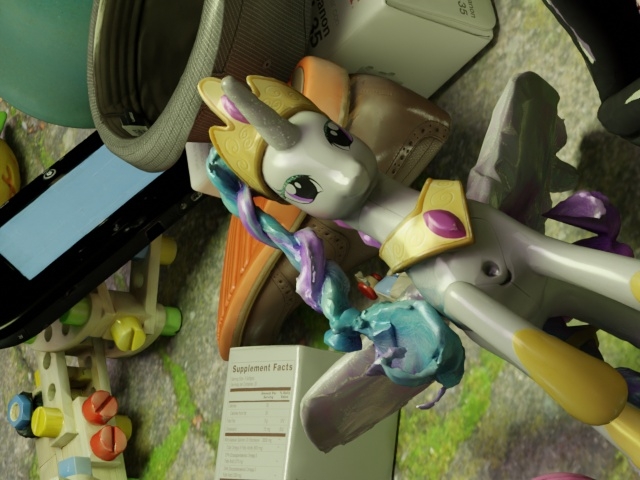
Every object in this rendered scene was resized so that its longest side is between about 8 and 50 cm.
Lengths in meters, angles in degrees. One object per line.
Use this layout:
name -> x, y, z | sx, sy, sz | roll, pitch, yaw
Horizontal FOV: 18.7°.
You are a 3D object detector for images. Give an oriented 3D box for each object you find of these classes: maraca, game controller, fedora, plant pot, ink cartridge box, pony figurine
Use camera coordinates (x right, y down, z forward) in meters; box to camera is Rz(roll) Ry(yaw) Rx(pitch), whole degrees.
maraca -> -0.382, -0.070, 2.164 | 0.127, 0.099, 0.186 | -59, 13, 30
game controller -> -0.214, -0.028, 1.785 | 0.319, 0.067, 0.166 | -40, 47, -13
fedora -> -0.085, -0.181, 1.529 | 0.244, 0.124, 0.275 | 54, 132, 50
plant pot -> -0.220, -0.256, 1.861 | 0.255, 0.271, 0.272 | 115, 147, -40
ink cartridge box -> 0.000, -0.185, 1.628 | 0.283, 0.117, 0.207 | -41, 47, 41
pony figurine -> 0.113, 0.026, 1.224 | 0.363, 0.351, 0.303 | 30, 85, 26

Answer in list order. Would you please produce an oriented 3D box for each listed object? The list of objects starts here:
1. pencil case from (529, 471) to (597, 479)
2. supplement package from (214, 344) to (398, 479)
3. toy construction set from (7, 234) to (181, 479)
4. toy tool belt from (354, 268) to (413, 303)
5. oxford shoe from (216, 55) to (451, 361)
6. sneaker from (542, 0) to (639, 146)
pencil case -> 0.161, 0.263, 1.270 | 0.098, 0.095, 0.209 | -42, 44, 50
supplement package -> -0.013, 0.178, 1.533 | 0.105, 0.105, 0.179 | -8, 72, 54
toy construction set -> -0.210, 0.161, 1.802 | 0.215, 0.151, 0.328 | -41, 37, 41
toy tool belt -> 0.071, 0.032, 1.522 | 0.051, 0.052, 0.083 | -48, 35, -14
oxford shoe -> 0.000, 0.000, 1.566 | 0.364, 0.132, 0.130 | 118, 160, -55
sneaker -> 0.222, -0.253, 1.256 | 0.185, 0.202, 0.483 | -39, 49, 41
